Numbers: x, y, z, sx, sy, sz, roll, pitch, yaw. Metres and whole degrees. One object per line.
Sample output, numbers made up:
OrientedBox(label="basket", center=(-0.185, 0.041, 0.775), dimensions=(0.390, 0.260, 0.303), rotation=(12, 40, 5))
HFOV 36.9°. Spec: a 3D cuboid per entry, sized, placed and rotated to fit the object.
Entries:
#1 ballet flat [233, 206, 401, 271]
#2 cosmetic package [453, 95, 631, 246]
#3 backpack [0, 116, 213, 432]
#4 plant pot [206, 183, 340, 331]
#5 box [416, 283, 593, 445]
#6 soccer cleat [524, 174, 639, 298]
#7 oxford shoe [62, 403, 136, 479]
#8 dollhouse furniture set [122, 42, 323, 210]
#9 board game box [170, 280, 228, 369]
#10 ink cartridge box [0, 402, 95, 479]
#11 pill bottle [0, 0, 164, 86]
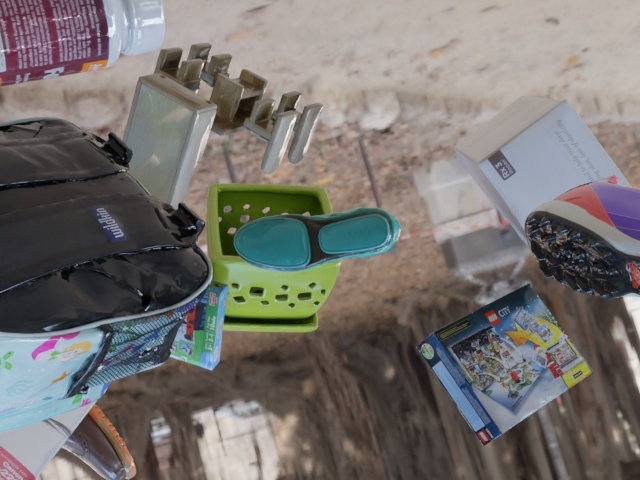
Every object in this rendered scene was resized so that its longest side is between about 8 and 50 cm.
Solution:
OrientedBox(label="ballet flat", center=(0.000, 0.000, 1.370), dimensions=(0.247, 0.083, 0.087), rotation=(-6, 176, 21))
OrientedBox(label="cosmetic package", center=(0.338, -0.094, 1.466), dimensions=(0.156, 0.217, 0.385), rotation=(-37, -173, 6))
OrientedBox(label="backpack", center=(-0.239, 0.026, 0.702), dimensions=(0.191, 0.225, 0.253), rotation=(-53, 161, 24))
OrientedBox(label="plant pot", center=(-0.099, 0.043, 1.751), dimensions=(0.228, 0.227, 0.207), rotation=(3, 130, -10))
OrientedBox(label="box", center=(0.261, 0.166, 1.336), dimensions=(0.233, 0.159, 0.044), rotation=(-20, 159, -42))
OrientedBox(label="soccer cleat", center=(0.315, 0.017, 0.793), dimensions=(0.116, 0.108, 0.318), rotation=(-33, -147, -20))
OrientedBox(label="oxford shoe", center=(-0.451, 0.280, 1.515), dimensions=(0.132, 0.364, 0.130), rotation=(-47, 166, -32))
OrientedBox(label="dollhouse furniture set", center=(-0.158, -0.146, 1.319), dimensions=(0.242, 0.212, 0.161), rotation=(-28, 144, -57))
OrientedBox(label="board game box", center=(-0.269, 0.121, 1.644), dimensions=(0.212, 0.160, 0.039), rotation=(16, -151, 13))
OrientedBox(label="ink cartridge box", center=(-0.341, 0.231, 0.994), dimensions=(0.158, 0.092, 0.218), rotation=(-47, -172, 21))
OrientedBox(label="pill bottle", center=(-0.515, -0.425, 1.832), dimensions=(0.392, 0.224, 0.224), rotation=(-15, 173, -25))
